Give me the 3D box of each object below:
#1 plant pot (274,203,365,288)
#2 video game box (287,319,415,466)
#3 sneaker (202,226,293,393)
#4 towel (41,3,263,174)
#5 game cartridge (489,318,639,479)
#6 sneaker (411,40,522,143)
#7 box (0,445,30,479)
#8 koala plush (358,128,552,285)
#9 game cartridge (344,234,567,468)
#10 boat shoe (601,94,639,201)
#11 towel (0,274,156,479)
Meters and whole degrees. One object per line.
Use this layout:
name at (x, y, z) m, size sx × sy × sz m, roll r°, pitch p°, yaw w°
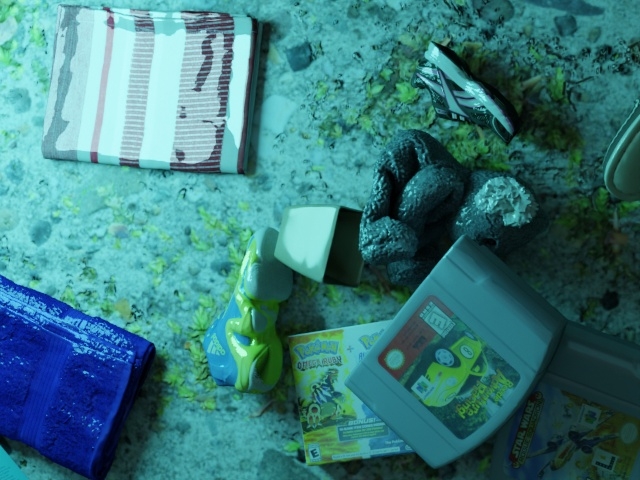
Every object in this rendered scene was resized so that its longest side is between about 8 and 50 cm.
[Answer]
plant pot at (0.000, 0.000, 1.844) m, size 0.096 × 0.109 × 0.109 m, roll 15°, pitch 92°, yaw 29°
video game box at (0.068, 0.208, 1.840) m, size 0.205 × 0.048 × 0.187 m, roll -11°, pitch 83°, yaw 16°
sneaker at (-0.114, 0.099, 1.878) m, size 0.126 × 0.091 × 0.240 m, roll -10°, pitch 65°, yaw 37°
towel at (-0.254, -0.225, 1.963) m, size 0.329 × 0.037 × 0.237 m, roll 6°, pitch 90°, yaw 17°
game cartridge at (0.329, 0.260, 1.717) m, size 0.198 × 0.062 × 0.297 m, roll 18°, pitch 109°, yaw 13°
sneaker at (0.197, -0.188, 1.815) m, size 0.178 × 0.072 × 0.077 m, roll 48°, pitch 113°, yaw 21°
box at (-0.461, 0.408, 1.972) m, size 0.244 × 0.060 × 0.100 m, roll 45°, pitch 120°, yaw 14°
koala plush at (0.188, -0.043, 1.744) m, size 0.221 × 0.196 × 0.203 m, roll 6°, pitch 79°, yaw 21°
game cartridge at (0.174, 0.156, 1.698) m, size 0.196 × 0.060 × 0.294 m, roll 40°, pitch 125°, yaw 8°
boat shoe at (0.475, -0.191, 1.706) m, size 0.117 × 0.096 × 0.324 m, roll 33°, pitch 104°, yaw -25°
towel at (-0.418, 0.199, 1.974) m, size 0.308 × 0.076 × 0.227 m, roll 23°, pitch 94°, yaw 17°
